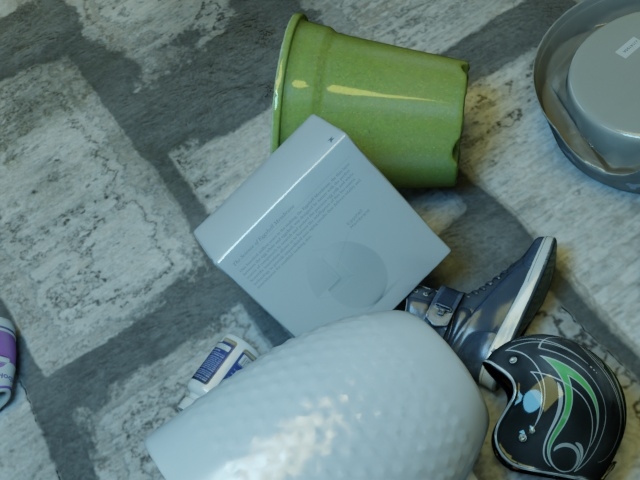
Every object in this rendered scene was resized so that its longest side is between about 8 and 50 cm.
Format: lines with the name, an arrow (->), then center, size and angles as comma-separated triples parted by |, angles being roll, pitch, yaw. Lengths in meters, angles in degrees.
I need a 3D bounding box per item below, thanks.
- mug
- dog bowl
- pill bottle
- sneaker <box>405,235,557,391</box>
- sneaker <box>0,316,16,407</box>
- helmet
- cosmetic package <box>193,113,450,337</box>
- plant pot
mug -> 0.042, 0.278, 1.106 | 0.328, 0.276, 0.374 | -35, 84, -13
dog bowl -> 0.479, -0.214, 1.387 | 0.349, 0.102, 0.348 | -8, 54, 11
pill bottle -> -0.136, 0.190, 1.317 | 0.067, 0.067, 0.120 | 25, 66, 29
sneaker -> 0.204, 0.066, 1.287 | 0.163, 0.086, 0.226 | 22, 66, 25
sneaker -> -0.579, 0.216, 1.415 | 0.282, 0.102, 0.161 | -16, 57, 5
helmet -> 0.267, 0.191, 1.137 | 0.170, 0.169, 0.161 | 7, 76, 21
cosmetic package -> 0.000, 0.000, 1.267 | 0.224, 0.224, 0.138 | -45, 28, -1
plant pot -> 0.079, -0.177, 1.408 | 0.254, 0.276, 0.276 | 6, 58, 7
